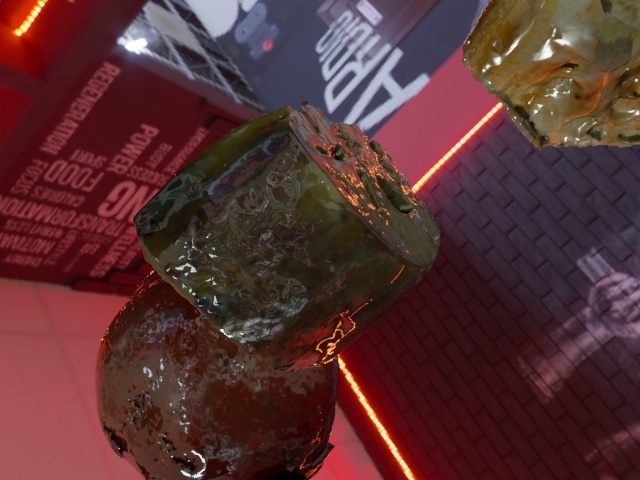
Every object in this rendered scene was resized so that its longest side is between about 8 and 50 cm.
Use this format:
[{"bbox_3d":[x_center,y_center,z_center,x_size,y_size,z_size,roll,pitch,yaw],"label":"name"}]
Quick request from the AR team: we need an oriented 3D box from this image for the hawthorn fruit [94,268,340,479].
[{"bbox_3d":[-0.114,0.168,0.795,0.316,0.316,0.316,39,-161,-17],"label":"hawthorn fruit"}]

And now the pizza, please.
[{"bbox_3d":[0.250,-0.138,0.540,0.296,0.189,0.071,26,-146,-36],"label":"pizza"}]

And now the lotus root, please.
[{"bbox_3d":[0.000,0.000,0.444,0.138,0.119,0.235,55,-162,11],"label":"lotus root"}]
